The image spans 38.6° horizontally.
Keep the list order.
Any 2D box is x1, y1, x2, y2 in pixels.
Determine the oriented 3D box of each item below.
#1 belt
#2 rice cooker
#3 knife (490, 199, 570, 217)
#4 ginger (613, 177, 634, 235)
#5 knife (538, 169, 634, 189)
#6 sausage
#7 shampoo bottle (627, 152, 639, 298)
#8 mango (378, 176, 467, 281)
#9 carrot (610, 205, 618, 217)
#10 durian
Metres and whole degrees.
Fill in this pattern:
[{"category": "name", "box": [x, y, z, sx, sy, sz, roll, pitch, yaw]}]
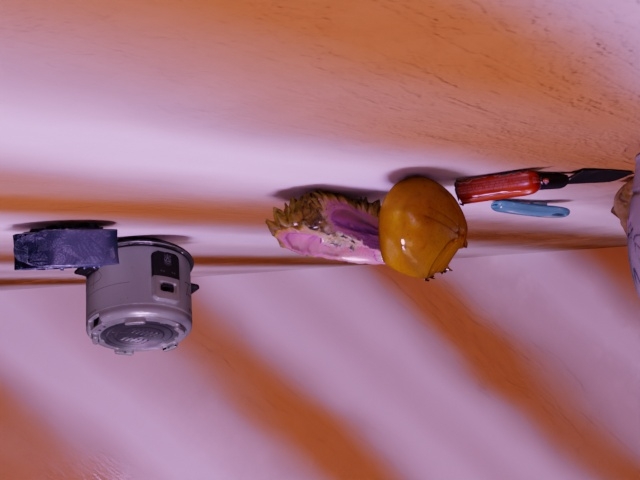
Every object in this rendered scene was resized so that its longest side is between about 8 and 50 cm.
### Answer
[{"category": "belt", "box": [-0.455, 0.013, 1.631, 0.190, 0.082, 0.141, -3, 177, -30]}, {"category": "rice cooker", "box": [-0.390, 0.108, 1.971, 0.280, 0.227, 0.241, 13, 147, -34]}, {"category": "knife", "box": [0.429, -0.067, 1.867, 0.222, 0.031, 0.064, 4, 175, -39]}, {"category": "ginger", "box": [0.638, -0.043, 1.610, 0.130, 0.221, 0.276, -41, 170, -37]}, {"category": "knife", "box": [0.433, -0.105, 1.505, 0.230, 0.028, 0.060, -4, 163, -29]}, {"category": "sausage", "box": [0.287, -0.086, 1.445, 0.145, 0.048, 0.050, -7, 136, 23]}, {"category": "shampoo bottle", "box": [0.556, -0.013, 1.238, 0.272, 0.267, 0.273, -7, 176, -1]}, {"category": "mango", "box": [0.151, -0.020, 1.416, 0.126, 0.154, 0.252, 17, 177, 22]}, {"category": "carrot", "box": [0.663, -0.068, 1.810, 0.101, 0.102, 0.263, -3, 180, -22]}, {"category": "durian", "box": [0.029, -0.027, 1.548, 0.191, 0.112, 0.341, 3, 173, 43]}]
